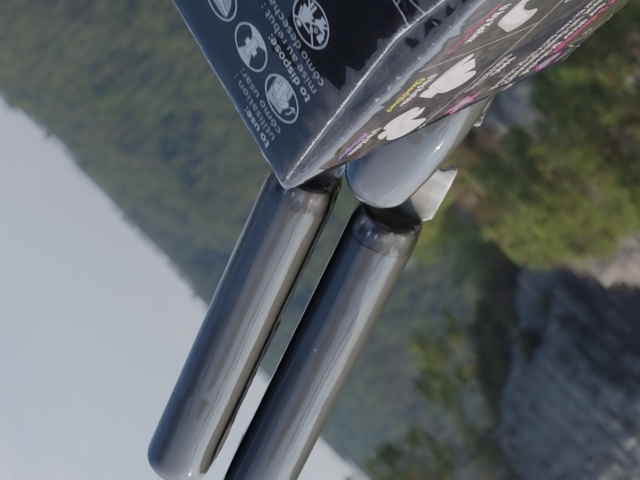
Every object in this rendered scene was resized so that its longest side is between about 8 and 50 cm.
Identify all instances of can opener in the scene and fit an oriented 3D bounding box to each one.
[{"bbox_3d":[0.000,0.000,0.771,0.074,0.280,0.093,27,-151,3],"label":"can opener"}]

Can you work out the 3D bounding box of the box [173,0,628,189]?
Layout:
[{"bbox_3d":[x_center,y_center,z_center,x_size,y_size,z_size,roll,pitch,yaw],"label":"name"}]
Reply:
[{"bbox_3d":[0.009,-0.172,0.594,0.247,0.142,0.163,60,148,8],"label":"box"}]
